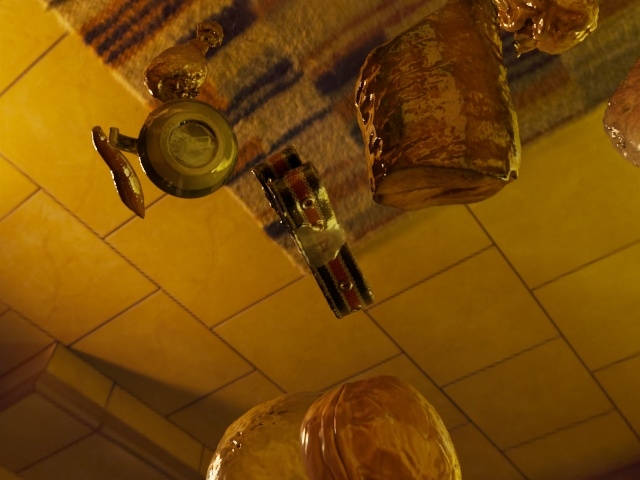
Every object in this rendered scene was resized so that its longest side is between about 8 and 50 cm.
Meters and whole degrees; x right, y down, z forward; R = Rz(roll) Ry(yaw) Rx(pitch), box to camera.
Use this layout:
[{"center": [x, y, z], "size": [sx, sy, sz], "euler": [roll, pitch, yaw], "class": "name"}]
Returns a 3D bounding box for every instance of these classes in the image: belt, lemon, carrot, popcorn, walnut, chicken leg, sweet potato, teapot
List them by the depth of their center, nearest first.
[{"center": [0.069, 0.248, 0.700], "size": [0.165, 0.165, 0.197], "euler": [-35, 87, 25], "class": "walnut"}, {"center": [-0.194, -0.121, 0.838], "size": [0.165, 0.119, 0.131], "euler": [8, 86, -19], "class": "teapot"}, {"center": [0.176, -0.199, 0.976], "size": [0.241, 0.341, 0.241], "euler": [-3, 157, -1], "class": "carrot"}, {"center": [-0.031, 0.442, 1.126], "size": [0.349, 0.350, 0.387], "euler": [2, 167, 1], "class": "lemon"}, {"center": [0.000, 0.000, 1.129], "size": [0.094, 0.126, 0.360], "euler": [-32, 123, -4], "class": "belt"}, {"center": [-0.249, -0.349, 1.213], "size": [0.107, 0.252, 0.087], "euler": [16, 137, 5], "class": "chicken leg"}, {"center": [0.470, -0.507, 1.357], "size": [0.190, 0.253, 0.192], "euler": [16, 88, -43], "class": "popcorn"}, {"center": [-0.431, -0.142, 1.393], "size": [0.057, 0.057, 0.265], "euler": [-4, 137, 5], "class": "sweet potato"}]

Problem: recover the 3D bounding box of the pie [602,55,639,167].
[{"center": [0.365, -0.159, 0.587], "size": [0.052, 0.185, 0.218], "euler": [35, 100, -18], "class": "pie"}]
